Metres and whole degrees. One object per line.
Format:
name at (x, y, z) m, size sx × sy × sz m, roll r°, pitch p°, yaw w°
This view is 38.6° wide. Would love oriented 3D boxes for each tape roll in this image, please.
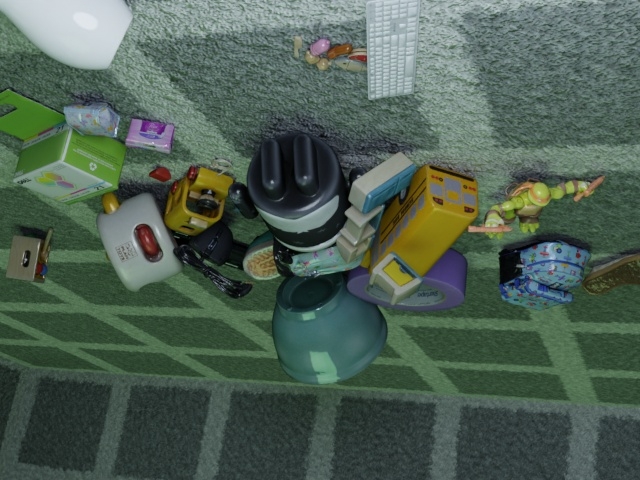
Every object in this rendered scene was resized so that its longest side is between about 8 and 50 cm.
tape roll at (0.203, 0.084, 2.133) m, size 0.275 × 0.090 × 0.275 m, roll 7°, pitch 161°, yaw 2°

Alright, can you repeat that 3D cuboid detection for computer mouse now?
computer mouse at (-0.207, 0.027, 1.992) m, size 0.184 × 0.060 × 0.262 m, roll 39°, pitch -163°, yaw -6°

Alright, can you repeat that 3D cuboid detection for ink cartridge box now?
ink cartridge box at (-0.529, -0.170, 1.728) m, size 0.189 × 0.097 × 0.255 m, roll -12°, pitch 153°, yaw 44°

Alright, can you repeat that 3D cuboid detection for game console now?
game console at (-0.274, 0.020, 2.221) m, size 0.361 × 0.044 × 0.213 m, roll 21°, pitch 158°, yaw -29°

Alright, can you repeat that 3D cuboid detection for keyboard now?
keyboard at (0.102, -0.271, 1.304) m, size 0.072 × 0.014 × 0.256 m, roll -3°, pitch 159°, yaw 2°

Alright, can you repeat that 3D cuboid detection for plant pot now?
plant pot at (0.000, 0.185, 2.270) m, size 0.293 × 0.293 × 0.196 m, roll -2°, pitch 132°, yaw 26°

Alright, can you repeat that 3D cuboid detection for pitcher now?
pitcher at (-0.352, -0.330, 1.213) m, size 0.207 × 0.125 × 0.178 m, roll 27°, pitch 140°, yaw -16°

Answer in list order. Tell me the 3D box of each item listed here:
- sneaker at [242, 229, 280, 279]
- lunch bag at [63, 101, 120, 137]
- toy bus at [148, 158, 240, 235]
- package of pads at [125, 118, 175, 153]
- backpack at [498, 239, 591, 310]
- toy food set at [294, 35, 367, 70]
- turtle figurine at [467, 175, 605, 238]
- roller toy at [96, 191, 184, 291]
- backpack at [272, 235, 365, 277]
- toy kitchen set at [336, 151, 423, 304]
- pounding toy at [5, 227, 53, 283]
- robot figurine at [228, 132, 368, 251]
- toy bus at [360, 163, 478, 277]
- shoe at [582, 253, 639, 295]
sneaker at (-0.024, -0.014, 1.963) m, size 0.302 × 0.121 × 0.108 m, roll -16°, pitch 123°, yaw 15°
lunch bag at (-0.404, -0.218, 1.613) m, size 0.071 × 0.053 × 0.083 m, roll 5°, pitch 169°, yaw 16°
toy bus at (-0.244, -0.076, 1.856) m, size 0.191 × 0.104 × 0.202 m, roll 1°, pitch 159°, yaw 19°
package of pads at (-0.307, -0.189, 1.650) m, size 0.083 × 0.050 × 0.032 m, roll 9°, pitch 155°, yaw -1°
backpack at (0.484, 0.069, 1.944) m, size 0.158 × 0.117 × 0.173 m, roll 18°, pitch 155°, yaw -28°
toy food set at (0.021, -0.271, 1.344) m, size 0.122 × 0.019 × 0.078 m, roll 8°, pitch 160°, yaw 1°
turtle figurine at (0.360, -0.061, 1.648) m, size 0.269 × 0.087 × 0.217 m, roll -23°, pitch 170°, yaw -10°
roller toy at (-0.393, 0.005, 1.962) m, size 0.146 × 0.191 × 0.209 m, roll -24°, pitch 143°, yaw -5°
backpack at (0.000, 0.000, 1.825) m, size 0.182 × 0.152 × 0.115 m, roll -10°, pitch 141°, yaw 5°
toy kitchen set at (0.137, -0.017, 1.625) m, size 0.166 × 0.122 × 0.207 m, roll 44°, pitch 149°, yaw 20°
pounding toy at (-0.736, 0.036, 2.349) m, size 0.100 × 0.141 × 0.130 m, roll 9°, pitch 174°, yaw -2°
robot figurine at (-0.036, -0.089, 1.650) m, size 0.209 × 0.173 × 0.278 m, roll 31°, pitch 167°, yaw 20°
toy bus at (0.181, -0.014, 1.767) m, size 0.108 × 0.130 × 0.332 m, roll 14°, pitch 144°, yaw -16°
shoe at (0.656, 0.060, 1.949) m, size 0.076 × 0.058 × 0.219 m, roll 50°, pitch 141°, yaw -15°
